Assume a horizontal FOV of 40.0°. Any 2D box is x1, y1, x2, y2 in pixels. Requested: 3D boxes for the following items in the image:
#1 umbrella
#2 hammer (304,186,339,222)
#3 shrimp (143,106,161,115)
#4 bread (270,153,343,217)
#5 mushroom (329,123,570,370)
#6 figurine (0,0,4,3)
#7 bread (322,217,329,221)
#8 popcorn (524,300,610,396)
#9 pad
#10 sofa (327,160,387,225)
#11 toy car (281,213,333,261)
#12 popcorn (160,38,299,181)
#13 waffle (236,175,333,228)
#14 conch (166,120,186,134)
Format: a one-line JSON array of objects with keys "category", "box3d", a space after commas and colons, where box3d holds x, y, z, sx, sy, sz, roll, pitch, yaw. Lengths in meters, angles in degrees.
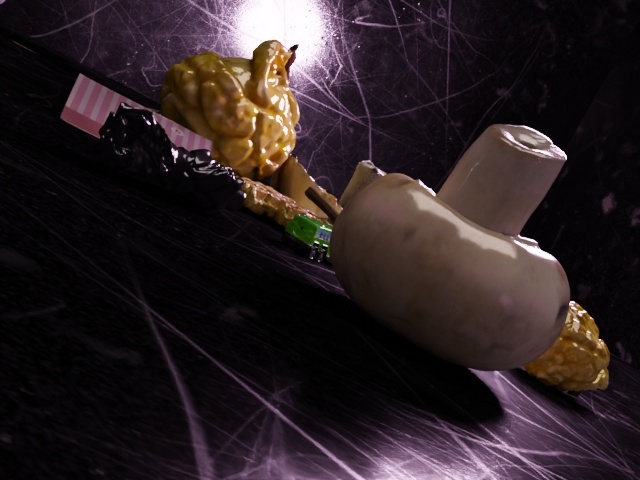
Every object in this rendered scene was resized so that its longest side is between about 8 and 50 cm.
[{"category": "umbrella", "box3d": [-0.225, -0.116, 1.377, 0.272, 0.122, 0.110, 28, 48, -44]}, {"category": "hammer", "box3d": [0.038, -0.035, 1.747, 0.125, 0.027, 0.297, 44, 3, -36]}, {"category": "shrimp", "box3d": [-0.417, -0.304, 2.268, 0.289, 0.075, 0.178, 32, 15, 22]}, {"category": "bread", "box3d": [-0.049, -0.120, 2.079, 0.178, 0.142, 0.266, 60, -7, -15]}, {"category": "mushroom", "box3d": [0.186, 0.023, 1.254, 0.325, 0.353, 0.353, -13, 30, -31]}, {"category": "figurine", "box3d": [-0.660, -0.403, 1.447, 0.261, 0.186, 0.382, 14, 17, -23]}, {"category": "bread", "box3d": [0.069, -0.055, 2.390, 0.156, 0.064, 0.117, 29, 4, -6]}, {"category": "popcorn", "box3d": [0.440, 0.194, 1.580, 0.180, 0.170, 0.180, -4, 29, 2]}, {"category": "pad", "box3d": [-0.347, -0.212, 1.707, 0.300, 0.005, 0.202, 27, 29, -19]}, {"category": "sofa", "box3d": [0.093, -0.088, 2.126, 0.176, 0.210, 0.225, 22, 11, -36]}, {"category": "toy car", "box3d": [0.000, 0.000, 1.593, 0.071, 0.062, 0.165, 31, 6, 31]}, {"category": "popcorn", "box3d": [-0.189, -0.313, 2.011, 0.349, 0.382, 0.349, 46, -11, 12]}, {"category": "waffle", "box3d": [-0.065, -0.052, 1.782, 0.253, 0.056, 0.249, 33, 7, 24]}, {"category": "conch", "box3d": [-0.309, -0.199, 1.860, 0.106, 0.079, 0.170, 44, -1, 0]}]
